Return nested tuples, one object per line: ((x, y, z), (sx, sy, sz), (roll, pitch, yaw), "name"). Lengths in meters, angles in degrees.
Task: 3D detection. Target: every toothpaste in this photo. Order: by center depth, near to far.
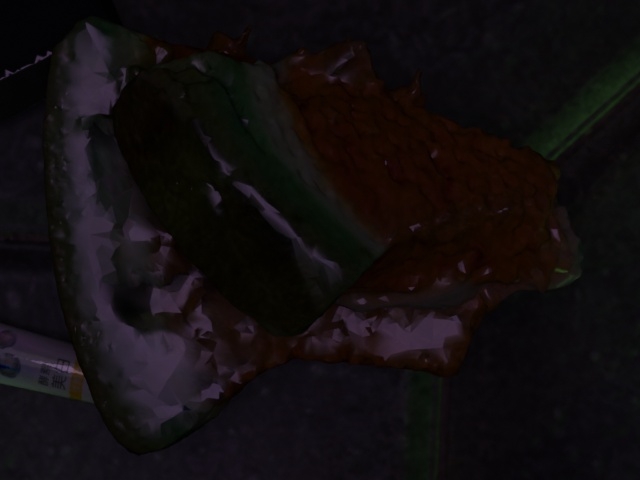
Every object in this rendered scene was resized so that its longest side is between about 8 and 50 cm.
((-0.178, 0.074, 0.901), (0.190, 0.031, 0.048), (13, 96, 3), "toothpaste")

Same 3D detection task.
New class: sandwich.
((0.000, 0.000, 0.814), (0.301, 0.162, 0.250), (-2, 97, -7), "sandwich")

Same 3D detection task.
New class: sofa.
((-0.196, -0.121, 0.894), (0.147, 0.060, 0.085), (-27, 72, 1), "sofa")
